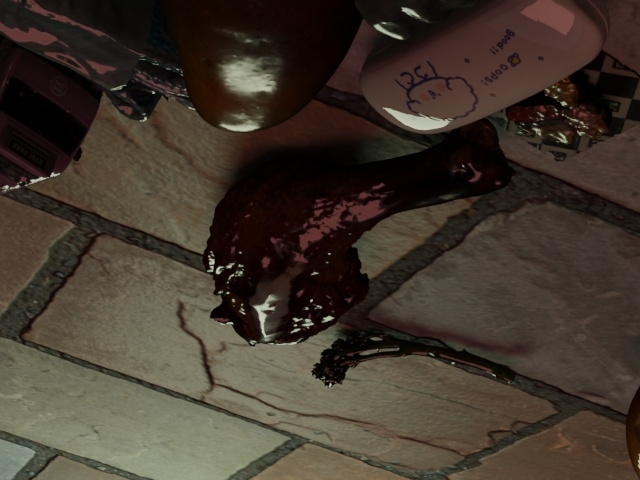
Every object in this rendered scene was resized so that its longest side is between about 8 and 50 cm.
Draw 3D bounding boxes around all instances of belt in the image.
[{"bbox_3d":[-0.201,-0.170,1.054,0.302,0.072,0.087,26,146,-20],"label":"belt"}]

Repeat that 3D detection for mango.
[{"bbox_3d":[-0.035,-0.159,0.954,0.133,0.111,0.267,-4,153,-15],"label":"mango"}]

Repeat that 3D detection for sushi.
[{"bbox_3d":[0.163,-0.089,1.096,0.120,0.026,0.126,27,150,-26],"label":"sushi"}]

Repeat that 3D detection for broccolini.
[{"bbox_3d":[0.087,0.114,1.501,0.194,0.054,0.052,3,132,14],"label":"broccolini"}]

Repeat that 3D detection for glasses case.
[{"bbox_3d":[0.103,-0.121,1.031,0.076,0.049,0.197,38,145,-24],"label":"glasses case"}]

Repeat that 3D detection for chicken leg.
[{"bbox_3d":[0.000,0.000,1.268,0.158,0.096,0.407,19,150,-21],"label":"chicken leg"}]

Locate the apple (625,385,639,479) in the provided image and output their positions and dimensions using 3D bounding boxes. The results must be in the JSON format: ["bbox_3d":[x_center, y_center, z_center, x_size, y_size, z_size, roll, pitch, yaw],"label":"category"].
[{"bbox_3d":[0.355,0.164,1.345,0.199,0.199,0.199,10,153,5],"label":"apple"}]

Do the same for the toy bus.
[{"bbox_3d":[-0.261,-0.087,1.192,0.199,0.108,0.096,-13,143,41],"label":"toy bus"}]

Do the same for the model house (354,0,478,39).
[{"bbox_3d":[0.200,-0.202,0.699,0.325,0.194,0.267,11,153,-3],"label":"model house"}]
